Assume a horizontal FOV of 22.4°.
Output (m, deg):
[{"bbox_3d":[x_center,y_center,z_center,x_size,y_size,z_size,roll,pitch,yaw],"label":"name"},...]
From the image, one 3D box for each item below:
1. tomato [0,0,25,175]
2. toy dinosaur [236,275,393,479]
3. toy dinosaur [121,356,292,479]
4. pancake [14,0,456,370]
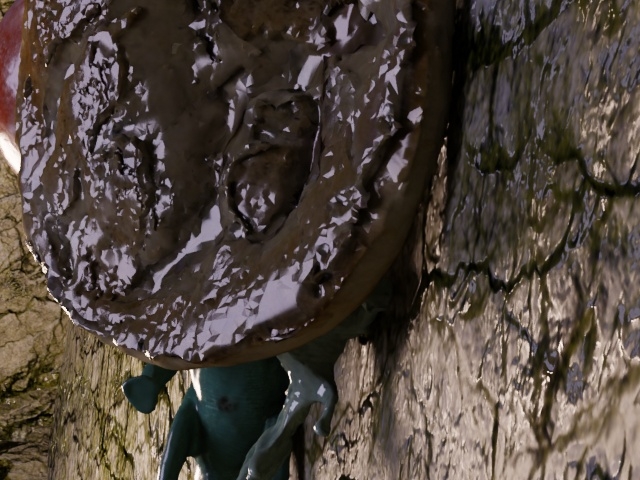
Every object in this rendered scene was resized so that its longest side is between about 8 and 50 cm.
[{"bbox_3d":[-0.178,-0.152,1.483,0.270,0.270,0.227,112,143,-50],"label":"tomato"},{"bbox_3d":[0.017,-0.007,1.074,0.129,0.076,0.383,-10,60,69],"label":"toy dinosaur"},{"bbox_3d":[-0.055,0.083,1.312,0.331,0.129,0.383,-70,-13,-60],"label":"toy dinosaur"},{"bbox_3d":[-0.069,-0.103,1.048,0.387,0.082,0.387,-5,81,35],"label":"pancake"}]
